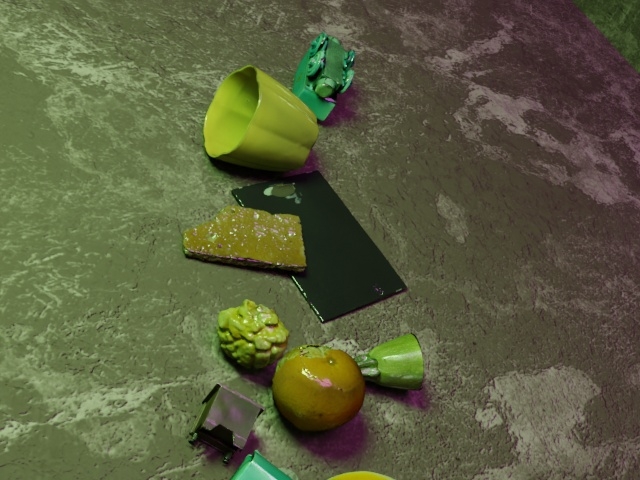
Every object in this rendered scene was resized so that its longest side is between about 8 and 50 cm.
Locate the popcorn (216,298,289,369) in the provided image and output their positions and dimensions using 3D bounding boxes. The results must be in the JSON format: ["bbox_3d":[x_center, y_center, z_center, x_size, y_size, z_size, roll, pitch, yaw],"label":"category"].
[{"bbox_3d":[-0.106,0.151,1.412,0.106,0.121,0.116,-17,96,-55],"label":"popcorn"}]

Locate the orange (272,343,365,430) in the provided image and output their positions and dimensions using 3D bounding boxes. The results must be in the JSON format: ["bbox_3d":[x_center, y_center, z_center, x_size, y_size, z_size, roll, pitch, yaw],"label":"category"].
[{"bbox_3d":[-0.007,0.238,1.389,0.157,0.134,0.156,24,20,-9],"label":"orange"}]

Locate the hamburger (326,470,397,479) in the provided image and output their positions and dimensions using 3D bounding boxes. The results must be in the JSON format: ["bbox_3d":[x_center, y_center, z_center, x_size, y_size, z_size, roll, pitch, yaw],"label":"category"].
[{"bbox_3d":[0.081,0.459,1.168,0.227,0.151,0.295,-41,73,-11],"label":"hamburger"}]

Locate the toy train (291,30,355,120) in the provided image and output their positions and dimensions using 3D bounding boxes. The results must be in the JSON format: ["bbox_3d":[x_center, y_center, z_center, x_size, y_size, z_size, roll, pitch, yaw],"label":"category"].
[{"bbox_3d":[0.003,-0.370,1.942,0.107,0.154,0.197,25,43,-18],"label":"toy train"}]

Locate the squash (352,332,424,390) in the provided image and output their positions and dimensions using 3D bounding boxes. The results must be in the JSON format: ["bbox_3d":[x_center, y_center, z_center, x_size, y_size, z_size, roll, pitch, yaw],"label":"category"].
[{"bbox_3d":[0.106,0.222,1.523,0.132,0.105,0.105,-5,53,-15],"label":"squash"}]

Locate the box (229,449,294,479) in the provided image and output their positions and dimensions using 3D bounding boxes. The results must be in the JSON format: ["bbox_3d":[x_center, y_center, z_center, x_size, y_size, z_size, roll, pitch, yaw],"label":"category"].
[{"bbox_3d":[-0.098,0.437,1.026,0.205,0.118,0.311,39,77,0],"label":"box"}]

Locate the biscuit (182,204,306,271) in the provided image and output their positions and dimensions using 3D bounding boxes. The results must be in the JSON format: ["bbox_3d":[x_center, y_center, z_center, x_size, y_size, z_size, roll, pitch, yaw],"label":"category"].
[{"bbox_3d":[-0.142,-0.008,1.590,0.237,0.026,0.131,8,47,-22],"label":"biscuit"}]

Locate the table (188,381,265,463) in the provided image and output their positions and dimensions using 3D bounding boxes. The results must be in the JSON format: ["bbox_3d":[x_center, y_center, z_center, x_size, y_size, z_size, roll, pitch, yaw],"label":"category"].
[{"bbox_3d":[-0.145,0.277,1.297,0.083,0.070,0.082,32,45,-7],"label":"table"}]

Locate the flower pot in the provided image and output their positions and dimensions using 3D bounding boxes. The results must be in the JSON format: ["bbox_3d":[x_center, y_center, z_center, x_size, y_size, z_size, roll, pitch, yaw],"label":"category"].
[{"bbox_3d":[-0.109,-0.228,1.719,0.179,0.195,0.195,19,42,-36],"label":"flower pot"}]

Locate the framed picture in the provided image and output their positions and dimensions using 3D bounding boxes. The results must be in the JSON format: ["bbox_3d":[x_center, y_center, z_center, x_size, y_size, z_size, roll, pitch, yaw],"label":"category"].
[{"bbox_3d":[0.000,0.000,1.701,0.244,0.013,0.323,-17,63,-43],"label":"framed picture"}]

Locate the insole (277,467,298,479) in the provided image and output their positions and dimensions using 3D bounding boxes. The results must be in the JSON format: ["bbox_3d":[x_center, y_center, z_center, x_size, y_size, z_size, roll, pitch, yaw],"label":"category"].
[{"bbox_3d":[-0.088,0.404,1.264,0.065,0.006,0.193,39,41,2],"label":"insole"}]
